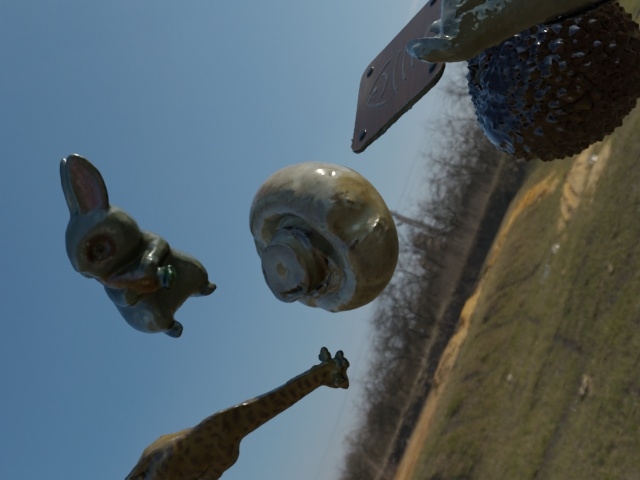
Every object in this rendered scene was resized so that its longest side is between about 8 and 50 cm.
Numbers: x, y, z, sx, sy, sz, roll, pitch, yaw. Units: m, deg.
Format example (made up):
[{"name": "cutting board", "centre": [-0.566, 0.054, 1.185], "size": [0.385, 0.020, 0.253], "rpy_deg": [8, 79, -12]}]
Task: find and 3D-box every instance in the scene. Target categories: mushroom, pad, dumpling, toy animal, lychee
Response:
[{"name": "mushroom", "centre": [0.000, 0.000, 0.677], "size": [0.127, 0.166, 0.166], "rpy_deg": [-47, -22, -46]}, {"name": "pad", "centre": [0.159, -0.344, 1.364], "size": [0.284, 0.018, 0.287], "rpy_deg": [-40, 31, 45]}, {"name": "dumpling", "centre": [0.209, -0.248, 0.563], "size": [0.166, 0.332, 0.086], "rpy_deg": [-115, 5, -58]}, {"name": "toy animal", "centre": [-0.253, 0.013, 0.822], "size": [0.251, 0.127, 0.125], "rpy_deg": [53, -158, -31]}, {"name": "lychee", "centre": [0.344, -0.243, 0.957], "size": [0.268, 0.267, 0.267], "rpy_deg": [-60, -14, -25]}, {"name": "toy animal", "centre": [-0.090, 0.195, 0.628], "size": [0.275, 0.054, 0.149], "rpy_deg": [-49, -48, 10]}]
